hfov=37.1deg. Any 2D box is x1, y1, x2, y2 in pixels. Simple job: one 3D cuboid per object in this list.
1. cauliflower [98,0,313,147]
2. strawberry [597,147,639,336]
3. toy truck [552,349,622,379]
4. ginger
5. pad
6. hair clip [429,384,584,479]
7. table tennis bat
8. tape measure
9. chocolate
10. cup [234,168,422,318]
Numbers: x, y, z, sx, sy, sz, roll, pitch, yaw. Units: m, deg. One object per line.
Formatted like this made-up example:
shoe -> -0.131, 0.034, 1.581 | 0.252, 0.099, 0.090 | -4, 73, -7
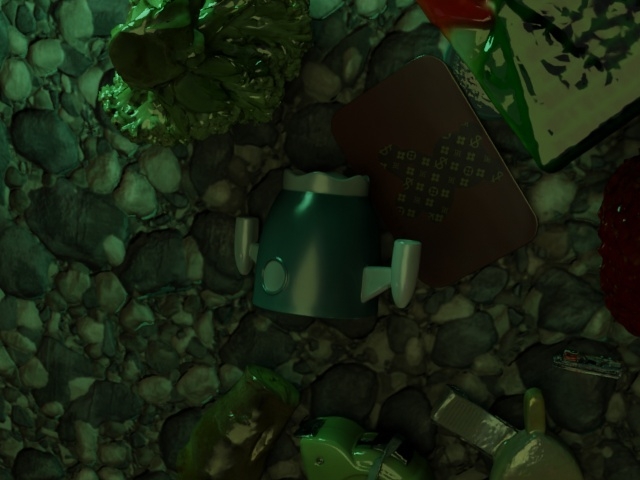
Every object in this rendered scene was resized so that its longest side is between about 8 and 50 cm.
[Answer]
cauliflower -> -0.149, -0.240, 1.129 | 0.272, 0.250, 0.275 | 4, 108, 18
strawberry -> 0.402, 0.012, 1.074 | 0.205, 0.205, 0.244 | 18, 129, 12
toy truck -> 0.332, 0.155, 1.188 | 0.083, 0.032, 0.024 | 11, 110, 16
ginger -> -0.124, 0.288, 1.318 | 0.116, 0.109, 0.263 | 38, 110, 24
pad -> 0.140, -0.082, 1.196 | 0.181, 0.004, 0.267 | -31, 93, 28
hair clip -> 0.248, 0.259, 1.224 | 0.218, 0.071, 0.159 | 34, 108, 3
table tennis bat -> 0.244, -0.205, 1.133 | 0.201, 0.033, 0.124 | 3, 105, 21
tape measure -> 0.066, 0.337, 1.271 | 0.175, 0.106, 0.200 | -6, 103, 22
chocolate -> 0.293, -0.307, 1.001 | 0.360, 0.161, 0.341 | -37, 81, 19
cup -> 0.000, 0.000, 1.188 | 0.300, 0.167, 0.173 | 10, 97, 41
